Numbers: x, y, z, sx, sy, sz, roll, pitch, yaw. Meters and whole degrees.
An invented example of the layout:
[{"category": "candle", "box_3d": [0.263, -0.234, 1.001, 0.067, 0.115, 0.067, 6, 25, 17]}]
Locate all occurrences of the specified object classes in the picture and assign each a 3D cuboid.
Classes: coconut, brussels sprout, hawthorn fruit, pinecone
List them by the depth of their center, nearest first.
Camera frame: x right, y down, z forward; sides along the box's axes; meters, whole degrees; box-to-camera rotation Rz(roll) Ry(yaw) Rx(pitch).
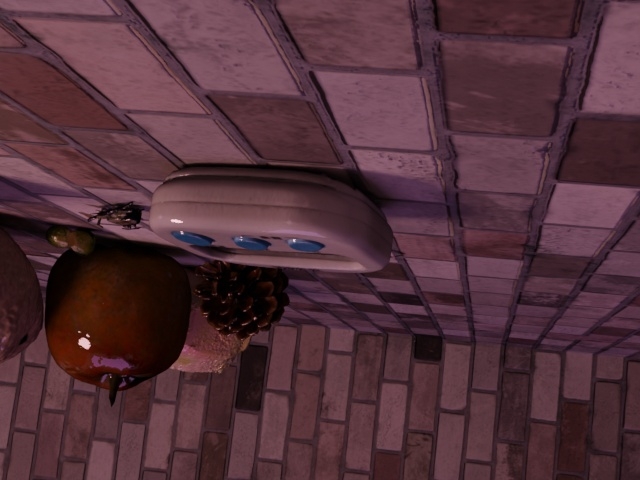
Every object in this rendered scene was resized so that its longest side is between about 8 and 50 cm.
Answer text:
[{"category": "brussels sprout", "box_3d": [-0.423, -0.001, 1.747, 0.083, 0.046, 0.051, 10, 164, -16]}, {"category": "pinecone", "box_3d": [-0.145, 0.083, 1.778, 0.163, 0.163, 0.165, 2, 157, 29]}, {"category": "hawthorn fruit", "box_3d": [-0.377, 0.155, 1.896, 0.268, 0.300, 0.268, 6, 167, 1]}, {"category": "coconut", "box_3d": [-0.281, 0.171, 2.200, 0.245, 0.233, 0.233, 9, 172, -36]}]

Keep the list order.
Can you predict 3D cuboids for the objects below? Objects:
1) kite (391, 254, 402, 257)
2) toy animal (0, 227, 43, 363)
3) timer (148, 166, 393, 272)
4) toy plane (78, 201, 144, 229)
[{"category": "kite", "box_3d": [0.000, 0.002, 1.560, 0.310, 0.015, 0.169, 14, 168, -37]}, {"category": "toy animal", "box_3d": [-0.589, 0.092, 1.725, 0.188, 0.226, 0.358, 18, 142, 33]}, {"category": "timer", "box_3d": [-0.055, -0.022, 1.199, 0.262, 0.087, 0.237, 4, 171, 19]}, {"category": "toy plane", "box_3d": [-0.293, -0.036, 1.475, 0.121, 0.031, 0.049, -4, 161, 40]}]
